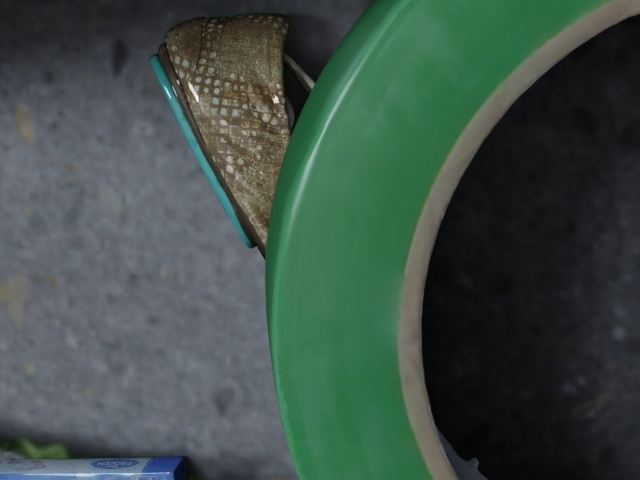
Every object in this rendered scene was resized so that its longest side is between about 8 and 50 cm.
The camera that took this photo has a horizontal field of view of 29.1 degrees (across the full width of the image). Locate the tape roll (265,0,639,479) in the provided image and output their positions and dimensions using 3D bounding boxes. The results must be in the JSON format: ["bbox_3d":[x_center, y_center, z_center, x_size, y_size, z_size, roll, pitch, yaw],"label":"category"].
[{"bbox_3d":[0.141,0.020,0.447,0.321,0.077,0.321,-1,101,-5],"label":"tape roll"}]

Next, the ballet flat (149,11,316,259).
[{"bbox_3d":[0.000,0.000,0.508,0.067,0.073,0.206,-24,103,0],"label":"ballet flat"}]

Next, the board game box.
[{"bbox_3d":[-0.105,0.148,0.585,0.090,0.020,0.090,-3,104,11],"label":"board game box"}]
